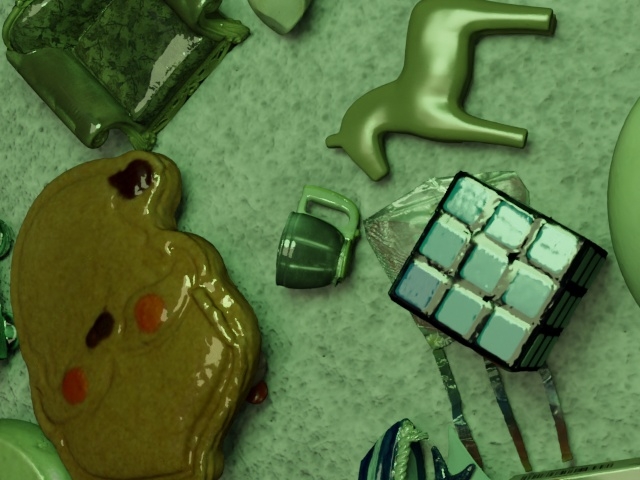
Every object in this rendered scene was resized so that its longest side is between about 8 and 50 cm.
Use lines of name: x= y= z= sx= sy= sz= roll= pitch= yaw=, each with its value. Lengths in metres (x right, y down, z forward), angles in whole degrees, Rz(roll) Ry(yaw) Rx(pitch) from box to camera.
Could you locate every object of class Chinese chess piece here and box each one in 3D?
Chinese chess piece: x=-0.422 y=0.362 z=1.453 sx=0.250 sy=0.101 sz=0.250 roll=-1 pitch=88 yaw=20

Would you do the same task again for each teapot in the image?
teapot: x=-0.001 y=0.002 z=1.320 sx=0.091 sy=0.092 sz=0.124 roll=12 pitch=99 yaw=4

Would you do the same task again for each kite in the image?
kite: x=0.180 y=0.096 z=1.284 sx=0.204 sy=0.022 sz=0.360 roll=-17 pitch=78 yaw=19

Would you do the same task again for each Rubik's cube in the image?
Rubik's cube: x=0.196 y=0.036 z=1.191 sx=0.161 sy=0.163 sz=0.162 roll=31 pitch=97 yaw=21

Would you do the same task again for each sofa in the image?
sofa: x=-0.250 y=-0.257 z=1.369 sx=0.258 sy=0.182 sz=0.200 roll=-46 pitch=76 yaw=13

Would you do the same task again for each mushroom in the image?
mushroom: x=-0.056 y=-0.355 z=1.347 sx=0.088 sy=0.097 sz=0.212 roll=-8 pitch=79 yaw=12

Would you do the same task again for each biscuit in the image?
biscuit: x=-0.251 y=0.115 z=1.382 sx=0.350 sy=0.078 sz=0.455 roll=-42 pitch=67 yaw=27

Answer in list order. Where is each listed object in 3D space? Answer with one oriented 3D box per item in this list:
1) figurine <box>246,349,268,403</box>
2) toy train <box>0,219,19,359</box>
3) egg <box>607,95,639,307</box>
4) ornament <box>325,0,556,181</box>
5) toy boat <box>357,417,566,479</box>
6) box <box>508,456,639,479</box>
figurine: x=-0.103 y=0.155 z=1.362 sx=0.083 sy=0.067 sz=0.071 roll=2 pitch=126 yaw=22
toy train: x=-0.495 y=0.072 z=1.501 sx=0.159 sy=0.101 sz=0.248 roll=-15 pitch=81 yaw=33
egg: x=0.414 y=-0.033 z=1.042 sx=0.283 sy=0.345 sz=0.283 roll=-19 pitch=43 yaw=18
ornament: x=0.134 y=-0.174 z=1.289 sx=0.245 sy=0.061 sz=0.230 roll=11 pitch=94 yaw=19
toy boat: x=0.152 y=0.285 z=1.225 sx=0.291 sy=0.070 sz=0.210 roll=-40 pitch=70 yaw=36
box: x=0.392 y=0.337 z=1.174 sx=0.353 sy=0.069 sz=0.214 roll=-14 pitch=83 yaw=21
